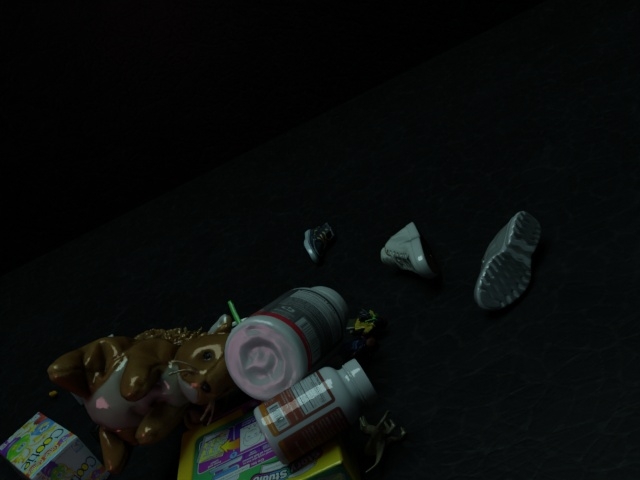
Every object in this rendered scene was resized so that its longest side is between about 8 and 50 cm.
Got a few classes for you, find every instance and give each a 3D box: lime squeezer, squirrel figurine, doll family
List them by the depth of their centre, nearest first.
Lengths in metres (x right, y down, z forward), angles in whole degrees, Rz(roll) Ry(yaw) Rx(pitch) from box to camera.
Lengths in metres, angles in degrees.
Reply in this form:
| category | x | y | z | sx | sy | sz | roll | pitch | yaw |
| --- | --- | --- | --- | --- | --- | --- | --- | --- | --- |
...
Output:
| category | x | y | z | sx | sy | sz | roll | pitch | yaw |
| --- | --- | --- | --- | --- | --- | --- | --- | --- | --- |
| squirrel figurine | -0.315 | 0.282 | 1.787 | 0.371 | 0.280 | 0.397 | -23 | 7 | 16 |
| doll family | 0.099 | 0.221 | 1.878 | 0.111 | 0.076 | 0.193 | -12 | 35 | 27 |
| lime squeezer | -0.139 | 0.250 | 2.028 | 0.311 | 0.059 | 0.109 | 20 | 91 | 30 |

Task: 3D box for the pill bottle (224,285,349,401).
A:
| category | x | y | z | sx | sy | sz | roll | pitch | yaw |
| --- | --- | --- | --- | --- | --- | --- | --- | --- | --- |
| pill bottle | -0.053 | 0.201 | 1.699 | 0.176 | 0.176 | 0.318 | -18 | 5 | 26 |

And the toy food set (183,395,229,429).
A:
| category | x | y | z | sx | sy | sz | roll | pitch | yaw |
| --- | --- | --- | --- | --- | --- | --- | --- | --- | --- |
| toy food set | -0.296 | 0.394 | 1.985 | 0.128 | 0.071 | 0.218 | -32 | 25 | -4 |

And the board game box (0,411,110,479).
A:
| category | x | y | z | sx | sy | sz | roll | pitch | yaw |
| --- | --- | --- | --- | --- | --- | --- | --- | --- | --- |
| board game box | -0.674 | 0.554 | 2.019 | 0.144 | 0.142 | 0.275 | -44 | 28 | -28 |

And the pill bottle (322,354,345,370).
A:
| category | x | y | z | sx | sy | sz | roll | pitch | yaw |
| --- | --- | --- | --- | --- | --- | --- | --- | --- | --- |
| pill bottle | -0.019 | 0.316 | 1.804 | 0.160 | 0.087 | 0.087 | -25 | 25 | 14 |

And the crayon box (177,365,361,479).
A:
| category | x | y | z | sx | sy | sz | roll | pitch | yaw |
| --- | --- | --- | --- | --- | --- | --- | --- | --- | --- |
| crayon box | -0.112 | 0.449 | 1.631 | 0.363 | 0.106 | 0.313 | -26 | 26 | 7 |

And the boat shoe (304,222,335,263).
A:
| category | x | y | z | sx | sy | sz | roll | pitch | yaw |
| --- | --- | --- | --- | --- | --- | --- | --- | --- | --- |
| boat shoe | 0.000 | 0.000 | 2.410 | 0.083 | 0.065 | 0.183 | -28 | 23 | 9 |

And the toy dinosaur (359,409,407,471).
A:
| category | x | y | z | sx | sy | sz | roll | pitch | yaw |
| --- | --- | --- | --- | --- | --- | --- | --- | --- | --- |
| toy dinosaur | 0.120 | 0.391 | 1.568 | 0.092 | 0.053 | 0.183 | -44 | 15 | 9 |

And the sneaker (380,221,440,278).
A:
| category | x | y | z | sx | sy | sz | roll | pitch | yaw |
| --- | --- | --- | --- | --- | --- | --- | --- | --- | --- |
| sneaker | 0.222 | 0.049 | 2.040 | 0.123 | 0.105 | 0.290 | -31 | 13 | 8 |

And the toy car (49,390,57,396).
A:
| category | x | y | z | sx | sy | sz | roll | pitch | yaw |
| --- | --- | --- | --- | --- | --- | --- | --- | --- | --- |
| toy car | -0.807 | 0.434 | 2.511 | 0.122 | 0.060 | 0.040 | -37 | -8 | -29 |

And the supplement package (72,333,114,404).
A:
| category | x | y | z | sx | sy | sz | roll | pitch | yaw |
| --- | --- | --- | --- | --- | --- | --- | --- | --- | --- |
| supplement package | -0.661 | 0.381 | 2.381 | 0.179 | 0.105 | 0.105 | -33 | 25 | -5 |

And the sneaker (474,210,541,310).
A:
| category | x | y | z | sx | sy | sz | roll | pitch | yaw |
| --- | --- | --- | --- | --- | --- | --- | --- | --- | --- |
| sneaker | 0.416 | 0.063 | 1.824 | 0.281 | 0.105 | 0.115 | -52 | 2 | -36 |

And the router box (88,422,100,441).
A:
| category | x | y | z | sx | sy | sz | roll | pitch | yaw |
| --- | --- | --- | --- | --- | --- | --- | --- | --- | --- |
| router box | -0.512 | 0.457 | 2.138 | 0.133 | 0.046 | 0.179 | -6 | 34 | 41 |

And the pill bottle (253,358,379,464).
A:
| category | x | y | z | sx | sy | sz | roll | pitch | yaw |
| --- | --- | --- | --- | --- | --- | --- | --- | --- | --- |
| pill bottle | -0.005 | 0.315 | 1.508 | 0.216 | 0.121 | 0.121 | -30 | 24 | -6 |

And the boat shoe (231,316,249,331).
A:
| category | x | y | z | sx | sy | sz | roll | pitch | yaw |
| --- | --- | --- | --- | --- | --- | --- | --- | --- | --- |
| boat shoe | -0.254 | 0.294 | 2.142 | 0.320 | 0.116 | 0.099 | -23 | 68 | 0 |
